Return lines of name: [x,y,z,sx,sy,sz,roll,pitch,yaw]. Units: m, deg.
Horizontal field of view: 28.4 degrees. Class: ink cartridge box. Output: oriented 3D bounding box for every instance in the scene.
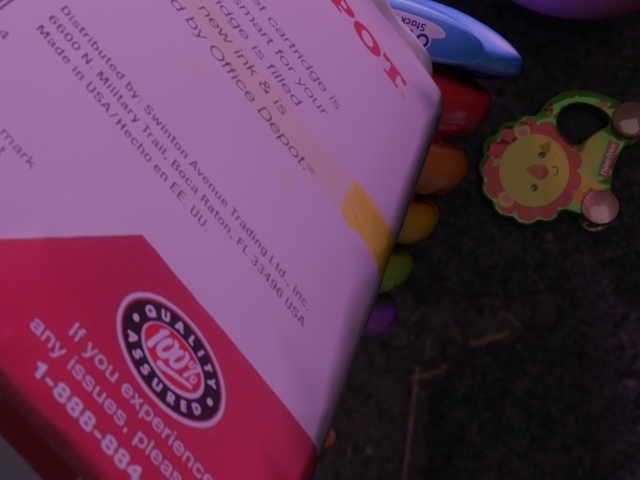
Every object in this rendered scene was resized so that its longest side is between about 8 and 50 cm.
ink cartridge box: [-0.114,-0.048,0.491,0.160,0.385,0.279,-32,105,27]

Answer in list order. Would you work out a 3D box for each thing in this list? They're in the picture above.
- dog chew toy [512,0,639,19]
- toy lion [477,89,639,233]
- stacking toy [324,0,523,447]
dog chew toy: [0.107,-0.288,0.772,0.332,0.206,0.206,41,82,9]
toy lion: [0.155,-0.054,0.828,0.096,0.034,0.100,21,82,5]
stacking toy: [0.000,0.000,0.765,0.175,0.166,0.302,14,97,-1]
